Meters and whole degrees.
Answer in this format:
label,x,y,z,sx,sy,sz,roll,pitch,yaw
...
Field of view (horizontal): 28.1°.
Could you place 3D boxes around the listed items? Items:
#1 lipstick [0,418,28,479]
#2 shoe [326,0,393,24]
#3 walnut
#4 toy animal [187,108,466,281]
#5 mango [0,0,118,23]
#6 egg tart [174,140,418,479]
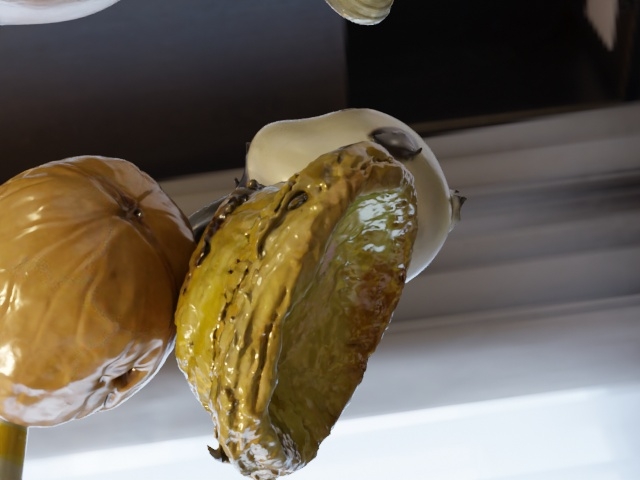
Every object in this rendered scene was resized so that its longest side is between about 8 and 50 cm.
label,x,y,z,sx,sy,sz,roll,pitch,yaw
lipstick,-0.339,0.297,1.303,0.059,0.059,0.264,95,178,-69
shoe,0.047,-0.444,1.623,0.159,0.124,0.316,-36,71,51
walnut,-0.194,0.042,0.993,0.222,0.195,0.195,-59,27,32
toy animal,0.000,0.000,1.382,0.251,0.310,0.251,48,-175,-5
mango,-0.261,-0.283,1.062,0.378,0.264,0.221,37,122,59
egg tart,-0.026,0.047,0.980,0.294,0.123,0.294,-54,-23,-35
